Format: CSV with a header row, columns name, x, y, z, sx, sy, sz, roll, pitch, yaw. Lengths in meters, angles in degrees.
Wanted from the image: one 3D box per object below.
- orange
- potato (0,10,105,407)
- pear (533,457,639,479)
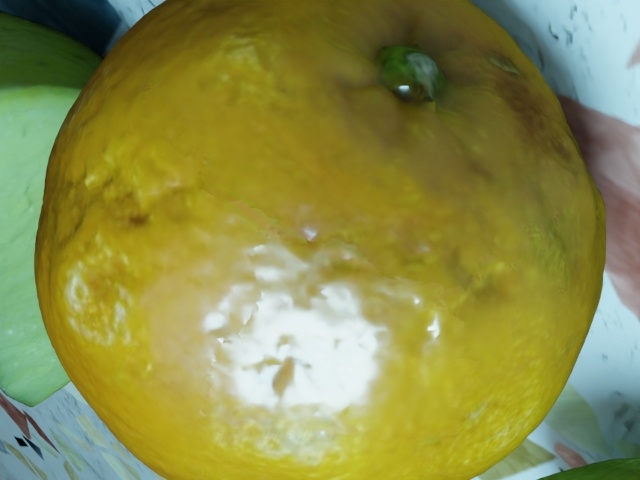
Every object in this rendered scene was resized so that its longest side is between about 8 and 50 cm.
name,x,y,z,sx,sy,sz,roll,pitch,yaw
orange,0.000,0.000,0.584,0.261,0.261,0.261,35,151,23
potato,-0.241,-0.083,0.928,0.280,0.213,0.330,52,169,33
pear,0.217,0.209,0.697,0.288,0.139,0.239,52,168,-20
